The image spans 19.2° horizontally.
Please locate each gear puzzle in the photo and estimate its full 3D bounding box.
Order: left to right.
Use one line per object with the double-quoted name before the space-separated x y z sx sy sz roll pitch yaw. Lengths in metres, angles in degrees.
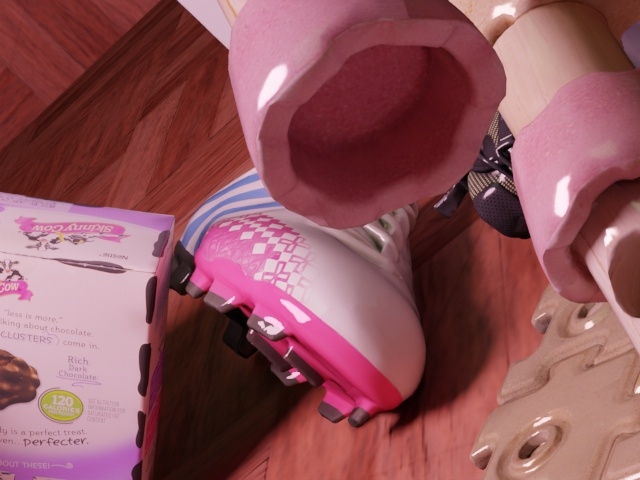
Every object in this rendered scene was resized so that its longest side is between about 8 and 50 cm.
"gear puzzle" 0.190 0.015 0.626 0.339 0.044 0.175 -28 21 40

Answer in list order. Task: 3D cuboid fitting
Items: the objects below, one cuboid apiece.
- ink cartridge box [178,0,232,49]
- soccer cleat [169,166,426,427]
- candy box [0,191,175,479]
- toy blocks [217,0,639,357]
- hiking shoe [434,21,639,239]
"ink cartridge box" 0.022 -0.207 1.123 0.226 0.306 0.131 -39 17 26
"soccer cleat" 0.000 0.000 1.010 0.143 0.116 0.331 -48 15 -6
"candy box" -0.169 0.074 1.016 0.070 0.165 0.196 -78 -4 -62
"toy blocks" 0.174 -0.063 0.489 0.288 0.309 0.260 -48 46 22
"hiking shoe" 0.128 -0.049 0.906 0.114 0.086 0.227 -65 15 -8
